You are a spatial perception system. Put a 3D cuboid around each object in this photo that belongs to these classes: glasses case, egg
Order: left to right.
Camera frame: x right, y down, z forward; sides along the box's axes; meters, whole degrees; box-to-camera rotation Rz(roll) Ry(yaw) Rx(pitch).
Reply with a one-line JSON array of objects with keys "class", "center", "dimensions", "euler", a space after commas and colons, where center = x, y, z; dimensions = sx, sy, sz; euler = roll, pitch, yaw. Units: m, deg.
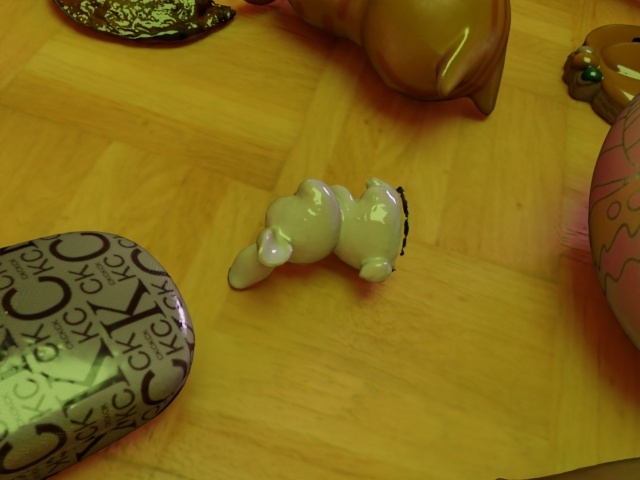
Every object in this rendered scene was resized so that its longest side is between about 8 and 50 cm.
[{"class": "glasses case", "center": [-0.239, 0.096, 0.395], "dimensions": [0.354, 0.085, 0.137], "euler": [-22, 59, -28]}, {"class": "egg", "center": [0.298, -0.017, 0.547], "dimensions": [0.196, 0.196, 0.271], "euler": [30, 61, 11]}]

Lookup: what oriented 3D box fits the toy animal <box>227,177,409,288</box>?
[{"class": "toy animal", "center": [0.000, -0.006, 0.546], "dimensions": [0.124, 0.071, 0.085], "euler": [7, 69, -18]}]

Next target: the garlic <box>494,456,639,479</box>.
[{"class": "garlic", "center": [0.236, 0.192, 0.414], "dimensions": [0.317, 0.112, 0.144], "euler": [4, 72, -14]}]

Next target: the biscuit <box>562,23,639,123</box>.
[{"class": "biscuit", "center": [0.344, -0.181, 0.780], "dimensions": [0.170, 0.050, 0.170], "euler": [7, 50, -8]}]

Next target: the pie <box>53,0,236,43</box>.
[{"class": "pie", "center": [-0.181, -0.227, 0.706], "dimensions": [0.190, 0.033, 0.088], "euler": [11, 54, -5]}]

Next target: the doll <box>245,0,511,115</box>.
[{"class": "doll", "center": [0.067, -0.245, 0.698], "dimensions": [0.269, 0.162, 0.166], "euler": [40, 30, 25]}]
